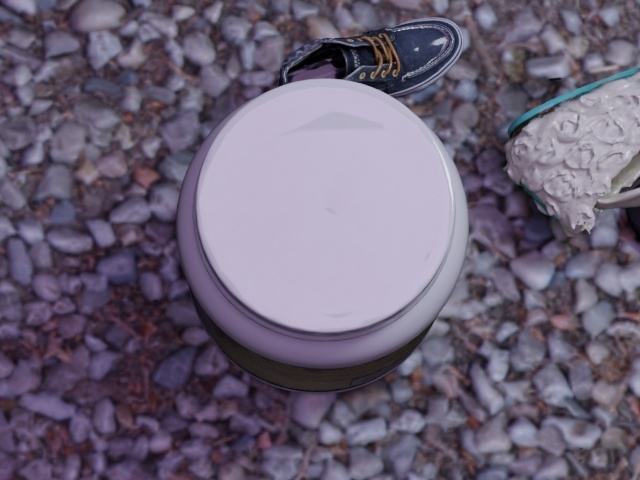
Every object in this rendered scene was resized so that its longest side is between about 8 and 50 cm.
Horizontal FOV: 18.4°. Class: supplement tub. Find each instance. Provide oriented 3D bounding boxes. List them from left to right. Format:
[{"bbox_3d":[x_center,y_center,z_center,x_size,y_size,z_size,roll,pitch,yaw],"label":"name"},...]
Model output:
[{"bbox_3d":[0.000,0.000,1.658,0.235,0.325,0.235,0,80,-1],"label":"supplement tub"}]

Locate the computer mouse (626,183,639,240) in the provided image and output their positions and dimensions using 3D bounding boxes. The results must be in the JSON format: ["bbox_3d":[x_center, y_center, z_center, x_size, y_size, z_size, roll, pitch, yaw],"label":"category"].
[{"bbox_3d":[0.389,0.018,1.808,0.242,0.041,0.071,29,80,3],"label":"computer mouse"}]

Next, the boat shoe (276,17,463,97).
[{"bbox_3d":[0.048,-0.163,1.810,0.183,0.083,0.065,-21,81,-5],"label":"boat shoe"}]

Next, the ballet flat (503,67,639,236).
[{"bbox_3d":[0.364,-0.126,1.782,0.409,0.147,0.147,-28,82,2],"label":"ballet flat"}]
